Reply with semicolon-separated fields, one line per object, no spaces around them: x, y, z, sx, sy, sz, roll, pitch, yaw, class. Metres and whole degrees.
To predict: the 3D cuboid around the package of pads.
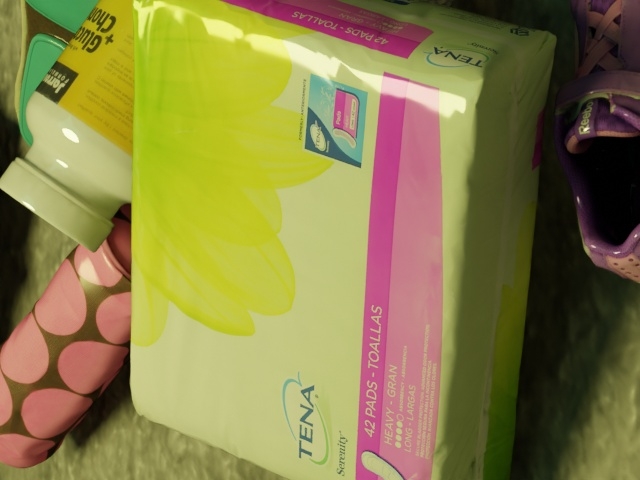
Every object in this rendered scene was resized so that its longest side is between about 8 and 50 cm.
0.000;0.000;1.115;0.229;0.101;0.296;20;123;29;package of pads

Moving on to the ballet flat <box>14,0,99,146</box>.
-0.159;-0.156;1.338;0.086;0.086;0.248;62;151;27;ballet flat

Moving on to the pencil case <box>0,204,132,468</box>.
-0.162;0.064;1.369;0.095;0.098;0.209;37;123;-11;pencil case

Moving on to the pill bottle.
-0.116;-0.088;1.233;0.103;0.103;0.184;32;86;40;pill bottle

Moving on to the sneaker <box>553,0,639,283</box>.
0.165;-0.080;1.050;0.095;0.104;0.236;-18;74;43;sneaker

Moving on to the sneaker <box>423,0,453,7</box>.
-0.041;-0.239;1.242;0.210;0.137;0.366;-41;56;36;sneaker
